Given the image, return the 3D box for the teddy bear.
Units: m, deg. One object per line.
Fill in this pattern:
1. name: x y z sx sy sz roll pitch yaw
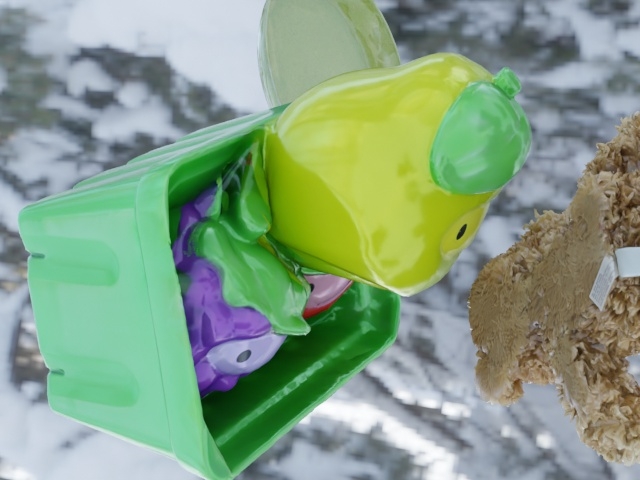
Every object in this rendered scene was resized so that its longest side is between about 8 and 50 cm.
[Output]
1. teddy bear: 0.225 0.022 1.128 0.113 0.338 0.245 6 -127 -22

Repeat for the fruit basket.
1. fruit basket: 0.000 0.000 1.282 0.392 0.392 0.283 -27 -66 -53

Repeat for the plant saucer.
1. plant saucer: 0.007 -0.168 1.682 0.241 0.037 0.241 24 -121 -49
